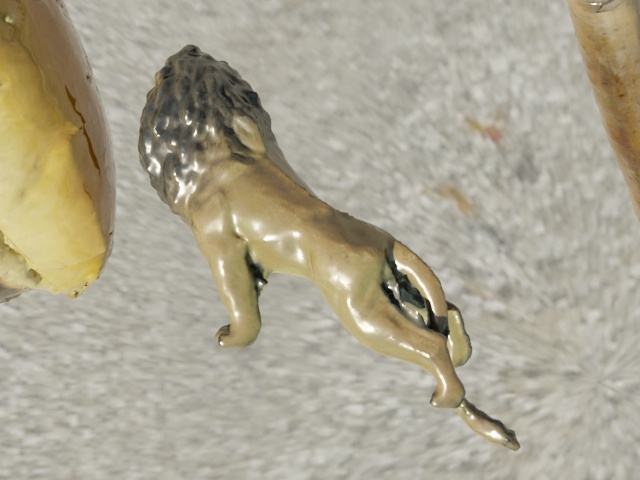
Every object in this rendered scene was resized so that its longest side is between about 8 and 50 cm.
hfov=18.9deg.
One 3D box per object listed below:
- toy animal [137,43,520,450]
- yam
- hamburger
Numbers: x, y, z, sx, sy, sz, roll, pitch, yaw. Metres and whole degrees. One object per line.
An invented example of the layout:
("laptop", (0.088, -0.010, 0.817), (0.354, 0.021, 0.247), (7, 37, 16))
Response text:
("toy animal", (-0.006, 0.014, 0.775), (0.220, 0.069, 0.086), (42, 124, 12))
("yam", (0.193, -0.078, 1.169), (0.046, 0.264, 0.046), (-10, 54, 14))
("hamburger", (-0.221, -0.100, 1.075), (0.170, 0.290, 0.314), (-25, 105, -8))
